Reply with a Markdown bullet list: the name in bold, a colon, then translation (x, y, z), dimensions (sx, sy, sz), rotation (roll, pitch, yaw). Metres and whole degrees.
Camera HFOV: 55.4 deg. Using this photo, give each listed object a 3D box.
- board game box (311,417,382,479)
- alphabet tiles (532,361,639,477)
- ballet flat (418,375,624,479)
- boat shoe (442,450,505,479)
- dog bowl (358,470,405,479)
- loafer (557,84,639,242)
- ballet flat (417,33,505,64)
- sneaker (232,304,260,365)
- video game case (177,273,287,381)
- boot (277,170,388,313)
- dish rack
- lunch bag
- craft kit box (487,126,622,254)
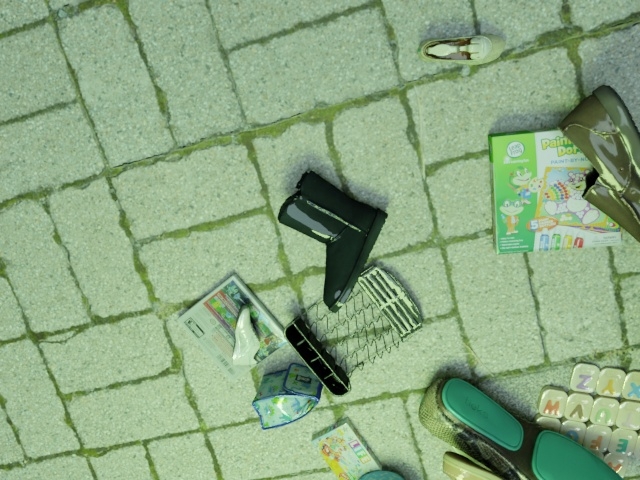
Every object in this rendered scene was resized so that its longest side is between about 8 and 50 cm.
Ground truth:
- **board game box**: translation (0.063, 0.512, 1.465), dimensions (0.103, 0.026, 0.154), rotation (-32, 100, 14)
- **alphabet tiles**: translation (0.629, 0.412, 1.371), dimensions (0.284, 0.021, 0.278), rotation (8, 107, 4)
- **ballet flat**: translation (0.434, 0.475, 1.349), dimensions (0.483, 0.164, 0.182), rotation (30, 138, 8)
- **boat shoe**: translation (0.358, 0.558, 1.293), dimensions (0.341, 0.122, 0.110), rotation (42, 75, -30)
- **dog bowl**: translation (0.130, 0.680, 1.468), dimensions (0.166, 0.074, 0.297), rotation (15, 113, -4)
- **loafer**: translation (0.554, -0.102, 1.131), dimensions (0.130, 0.134, 0.366), rotation (-26, 97, 24)
- **ballet flat**: translation (0.272, -0.363, 1.168), dimensions (0.168, 0.052, 0.057), rotation (-3, 106, 7)
- **sneaker**: translation (-0.164, 0.214, 1.371), dimensions (0.061, 0.053, 0.152), rotation (5, 113, -4)
- **video game case**: translation (-0.200, 0.204, 1.408), dimensions (0.183, 0.023, 0.201), rotation (-37, 98, 16)
- **boot**: translation (0.000, 0.000, 1.261), dimensions (0.207, 0.094, 0.246), rotation (26, 82, -2)
- **dish rack**: translation (0.080, 0.193, 1.345), dimensions (0.271, 0.074, 0.208), rotation (-36, 100, 15)
- **lunch bag**: translation (-0.065, 0.346, 1.378), dimensions (0.151, 0.129, 0.096), rotation (-16, 104, 12)
- **craft kit box**: translation (0.471, -0.103, 1.222), dimensions (0.250, 0.061, 0.246), rotation (-5, 103, 8)
